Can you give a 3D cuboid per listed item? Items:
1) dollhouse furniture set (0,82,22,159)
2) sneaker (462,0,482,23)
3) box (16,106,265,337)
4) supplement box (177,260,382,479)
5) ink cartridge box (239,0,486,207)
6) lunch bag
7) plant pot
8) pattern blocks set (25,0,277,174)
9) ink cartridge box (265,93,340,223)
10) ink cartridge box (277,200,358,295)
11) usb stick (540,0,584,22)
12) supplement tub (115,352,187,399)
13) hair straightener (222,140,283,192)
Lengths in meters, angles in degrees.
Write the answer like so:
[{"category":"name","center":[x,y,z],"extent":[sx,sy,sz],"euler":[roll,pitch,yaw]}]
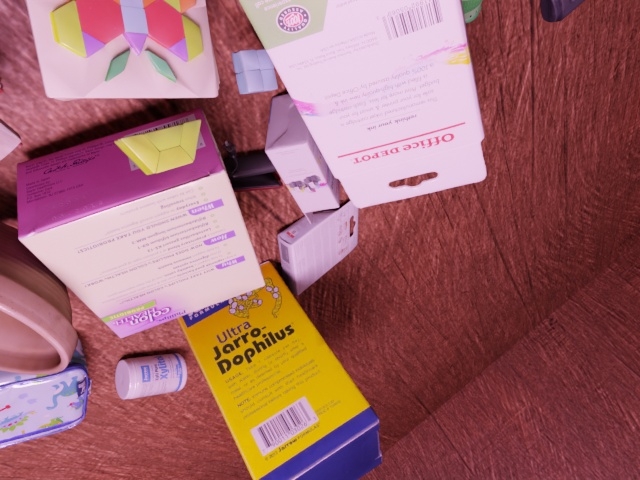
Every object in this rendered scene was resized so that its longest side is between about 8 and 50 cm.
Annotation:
[{"category":"dollhouse furniture set","center":[-0.383,-0.099,0.411],"extent":[0.184,0.129,0.129],"euler":[-38,143,-5]},{"category":"sneaker","center":[0.180,-0.366,0.647],"extent":[0.295,0.109,0.123],"euler":[-40,146,16]},{"category":"box","center":[-0.205,-0.011,0.618],"extent":[0.213,0.117,0.243],"euler":[-20,145,-8]},{"category":"supplement box","center":[-0.073,0.246,0.838],"extent":[0.195,0.356,0.194],"euler":[-28,142,-15]},{"category":"ink cartridge box","center":[0.077,-0.206,0.602],"extent":[0.207,0.119,0.353],"euler":[-12,141,18]},{"category":"lunch bag","center":[-0.461,0.233,0.723],"extent":[0.219,0.090,0.176],"euler":[-5,134,-36]},{"category":"plant pot","center":[-0.378,0.051,0.547],"extent":[0.237,0.109,0.237],"euler":[8,144,6]},{"category":"pattern blocks set","center":[-0.175,-0.203,0.443],"extent":[0.325,0.026,0.285],"euler":[-36,118,-39]},{"category":"ink cartridge box","center":[-0.014,-0.115,0.719],"extent":[0.061,0.104,0.181],"euler":[-8,147,17]},{"category":"ink cartridge box","center":[0.000,0.000,0.929],"extent":[0.179,0.045,0.145],"euler":[-40,147,-30]},{"category":"usb stick","center":[0.489,-0.482,0.828],"extent":[0.278,0.045,0.077],"euler":[-40,144,1]},{"category":"supplement tub","center":[-0.302,0.242,0.879],"extent":[0.107,0.071,0.071],"euler":[4,126,-44]},{"category":"hair straightener","center":[-0.147,-0.108,0.676],"extent":[0.230,0.047,0.089],"euler":[-5,141,-30]}]
